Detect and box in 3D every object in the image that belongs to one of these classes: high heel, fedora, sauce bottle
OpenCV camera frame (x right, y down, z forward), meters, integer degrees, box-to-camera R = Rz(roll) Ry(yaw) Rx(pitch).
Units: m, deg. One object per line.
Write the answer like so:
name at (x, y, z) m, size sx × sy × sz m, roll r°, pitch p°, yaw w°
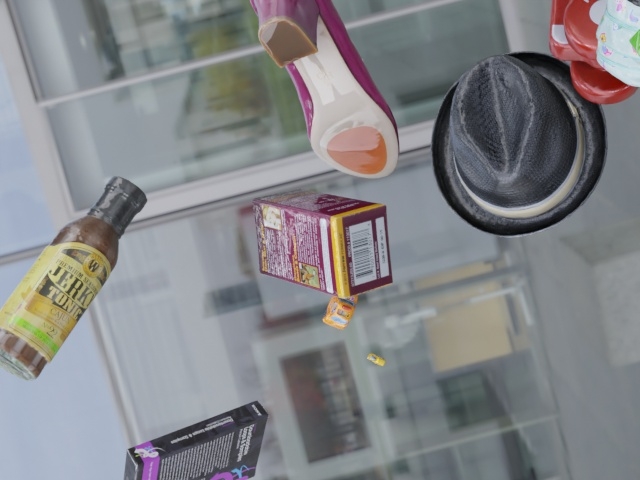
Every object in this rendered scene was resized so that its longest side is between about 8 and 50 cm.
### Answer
high heel at (0.017, -0.245, 1.629) m, size 0.377 × 0.127 × 0.181 m, roll 57°, pitch -156°, yaw -50°
fedora at (0.303, -0.179, 1.936) m, size 0.152 × 0.334 × 0.334 m, roll 37°, pitch -146°, yaw -59°
sauce bottle at (-0.390, 0.050, 1.843) m, size 0.344 × 0.111 × 0.111 m, roll -60°, pitch -18°, yaw -21°

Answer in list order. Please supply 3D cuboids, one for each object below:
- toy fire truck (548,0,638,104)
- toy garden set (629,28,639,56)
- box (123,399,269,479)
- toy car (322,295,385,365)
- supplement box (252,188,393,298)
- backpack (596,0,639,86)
toy fire truck at (0.450, -0.329, 1.579) m, size 0.169 × 0.302 × 0.253 m, roll 51°, pitch -137°, yaw -65°
toy garden set at (0.383, -0.130, 0.928) m, size 0.244 × 0.049 × 0.204 m, roll 61°, pitch 142°, yaw 19°
box at (-0.138, 0.243, 1.299) m, size 0.029 × 0.162 × 0.116 m, roll 52°, pitch 144°, yaw 34°
toy car at (0.058, 0.116, 1.621) m, size 0.122 × 0.060 × 0.040 m, roll 41°, pitch 173°, yaw -12°
supplement box at (0.000, 0.000, 1.495) m, size 0.188 × 0.081 × 0.104 m, roll 14°, pitch 114°, yaw 53°
backpack at (0.394, -0.231, 1.302) m, size 0.152 × 0.182 × 0.115 m, roll -136°, pitch 47°, yaw -55°
